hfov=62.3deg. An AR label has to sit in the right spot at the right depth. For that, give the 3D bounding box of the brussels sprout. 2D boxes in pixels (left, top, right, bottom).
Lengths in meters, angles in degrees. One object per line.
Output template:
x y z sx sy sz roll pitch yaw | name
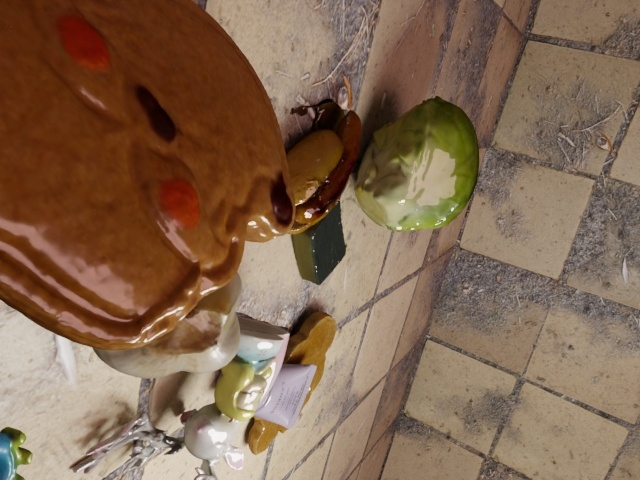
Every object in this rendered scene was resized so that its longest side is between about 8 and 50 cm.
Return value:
0.222 -0.173 1.252 0.344 0.268 0.343 -16 116 -36 | brussels sprout

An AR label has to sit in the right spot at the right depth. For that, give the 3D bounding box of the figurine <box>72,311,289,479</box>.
-0.200 0.274 0.850 0.284 0.207 0.315 21 85 -71 | figurine

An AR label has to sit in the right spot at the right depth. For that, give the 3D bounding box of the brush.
0.000 0.000 1.154 0.123 0.059 0.197 -51 151 -30 | brush

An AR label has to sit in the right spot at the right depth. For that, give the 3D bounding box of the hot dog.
-0.004 -0.131 0.979 0.325 0.107 0.194 -61 155 -15 | hot dog

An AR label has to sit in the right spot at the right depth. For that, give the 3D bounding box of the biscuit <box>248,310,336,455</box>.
-0.073 0.344 1.298 0.375 0.051 0.269 -60 152 -16 | biscuit

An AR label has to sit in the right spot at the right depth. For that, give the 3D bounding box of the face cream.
-0.103 0.320 1.120 0.274 0.096 0.153 33 74 -55 | face cream

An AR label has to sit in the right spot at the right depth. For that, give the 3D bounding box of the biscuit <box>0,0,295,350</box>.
-0.177 -0.102 0.500 0.349 0.078 0.455 61 34 -12 | biscuit

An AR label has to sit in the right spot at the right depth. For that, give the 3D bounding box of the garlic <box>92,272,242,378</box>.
-0.214 0.055 0.629 0.281 0.203 0.185 33 112 -33 | garlic

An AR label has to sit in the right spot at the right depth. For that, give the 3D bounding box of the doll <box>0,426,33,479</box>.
-0.426 0.254 0.478 0.346 0.099 0.340 32 69 -72 | doll
